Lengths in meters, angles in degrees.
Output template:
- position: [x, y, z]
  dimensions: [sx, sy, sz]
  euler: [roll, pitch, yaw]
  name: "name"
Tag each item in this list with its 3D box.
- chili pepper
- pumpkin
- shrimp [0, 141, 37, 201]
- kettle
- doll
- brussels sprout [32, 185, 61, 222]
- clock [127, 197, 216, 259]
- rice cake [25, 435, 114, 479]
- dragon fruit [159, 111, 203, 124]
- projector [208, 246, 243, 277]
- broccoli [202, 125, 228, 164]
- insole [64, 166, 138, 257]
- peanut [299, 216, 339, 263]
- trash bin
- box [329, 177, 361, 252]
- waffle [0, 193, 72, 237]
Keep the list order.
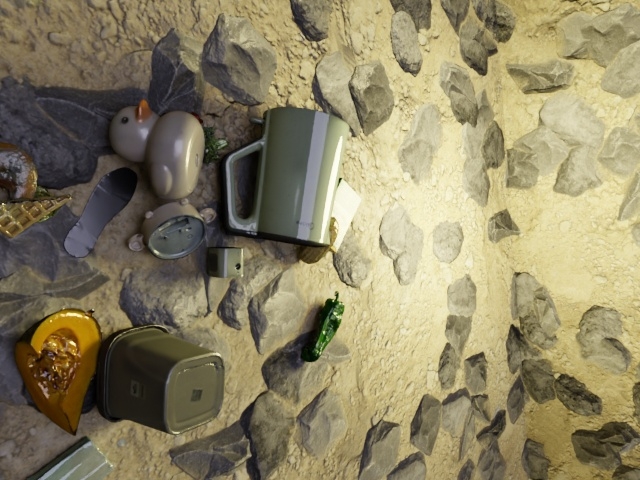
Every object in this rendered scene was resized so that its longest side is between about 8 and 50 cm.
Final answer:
- position: [0.016, 0.297, 1.671]
  dimensions: [0.100, 0.074, 0.256]
  euler: [37, 68, -39]
  name: "chili pepper"
- position: [-0.571, 0.270, 1.100]
  dimensions: [0.163, 0.111, 0.278]
  euler: [-45, 132, -54]
  name: "pumpkin"
- position: [-0.660, -0.110, 0.989]
  dimensions: [0.132, 0.052, 0.187]
  euler: [39, 75, -16]
  name: "shrimp"
- position: [-0.114, -0.183, 1.431]
  dimensions: [0.361, 0.250, 0.376]
  euler: [9, 89, -23]
  name: "kettle"
- position: [-0.398, -0.218, 1.183]
  dimensions: [0.221, 0.221, 0.251]
  euler: [-37, 149, -36]
  name: "doll"
- position: [-0.610, -0.082, 1.058]
  dimensions: [0.085, 0.058, 0.085]
  euler: [-4, 99, -27]
  name: "brussels sprout"
- position: [-0.366, -0.022, 1.233]
  dimensions: [0.229, 0.063, 0.155]
  euler: [-24, 146, -23]
  name: "clock"
- position: [-0.597, 0.558, 1.119]
  dimensions: [0.211, 0.038, 0.124]
  euler: [-40, 119, -35]
  name: "rice cake"
- position: [-0.373, -0.303, 1.266]
  dimensions: [0.131, 0.063, 0.097]
  euler: [11, 85, -44]
  name: "dragon fruit"
- position: [-0.266, 0.060, 1.377]
  dimensions: [0.083, 0.083, 0.082]
  euler: [-1, 93, -43]
  name: "projector"
- position: [-0.297, -0.259, 1.327]
  dimensions: [0.092, 0.095, 0.097]
  euler: [-29, 105, -25]
  name: "broccoli"
- position: [-0.525, -0.073, 1.174]
  dimensions: [0.086, 0.005, 0.253]
  euler: [43, 63, -36]
  name: "insole"
- position: [0.000, 0.000, 1.584]
  dimensions: [0.083, 0.194, 0.093]
  euler: [42, 27, 10]
  name: "peanut"
- position: [-0.371, 0.329, 1.151]
  dimensions: [0.219, 0.250, 0.219]
  euler: [-3, 96, -55]
  name: "trash bin"
- position: [0.056, -0.088, 1.714]
  dimensions: [0.132, 0.034, 0.235]
  euler: [43, 64, -37]
  name: "box"
- position: [-0.601, -0.078, 1.000]
  dimensions: [0.153, 0.023, 0.097]
  euler: [-39, 134, -17]
  name: "waffle"
